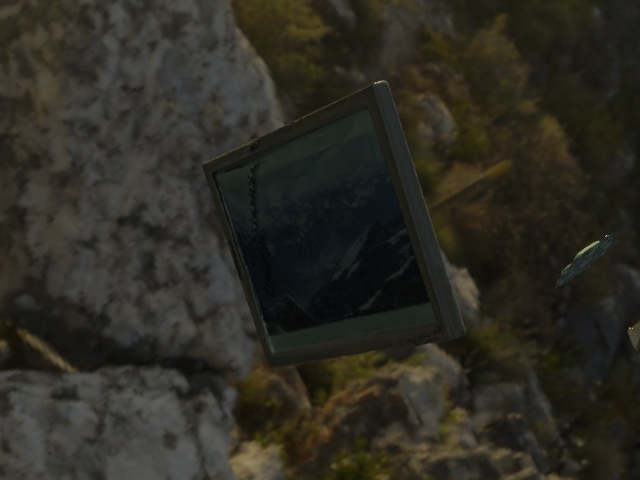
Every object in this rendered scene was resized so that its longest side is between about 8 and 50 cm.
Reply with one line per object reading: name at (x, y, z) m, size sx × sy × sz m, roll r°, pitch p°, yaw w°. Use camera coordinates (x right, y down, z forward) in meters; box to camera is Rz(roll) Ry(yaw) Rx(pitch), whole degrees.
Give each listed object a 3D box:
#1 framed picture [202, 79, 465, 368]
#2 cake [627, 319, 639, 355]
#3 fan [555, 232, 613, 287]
framed picture at (0.000, 0.000, 1.269) m, size 0.022 × 0.335 × 0.247 m, roll -18°, pitch 91°, yaw -34°
cake at (0.442, 0.101, 1.517) m, size 0.140 × 0.055 × 0.051 m, roll -12°, pitch 58°, yaw -28°
fan at (0.454, 0.032, 2.150) m, size 0.009 × 0.131 × 0.240 m, roll 45°, pitch 20°, yaw 16°
